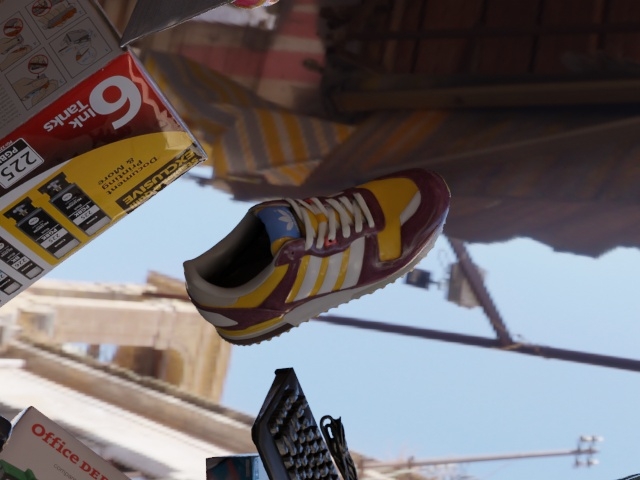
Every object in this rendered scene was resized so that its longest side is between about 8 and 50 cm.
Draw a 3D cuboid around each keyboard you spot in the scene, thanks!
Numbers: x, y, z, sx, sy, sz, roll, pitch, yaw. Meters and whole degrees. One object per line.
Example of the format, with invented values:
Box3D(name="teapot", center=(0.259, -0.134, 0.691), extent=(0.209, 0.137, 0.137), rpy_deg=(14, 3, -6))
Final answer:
Box3D(name="keyboard", center=(0.021, 0.264, 1.106), extent=(0.033, 0.201, 0.317), rpy_deg=(-16, -73, 16))

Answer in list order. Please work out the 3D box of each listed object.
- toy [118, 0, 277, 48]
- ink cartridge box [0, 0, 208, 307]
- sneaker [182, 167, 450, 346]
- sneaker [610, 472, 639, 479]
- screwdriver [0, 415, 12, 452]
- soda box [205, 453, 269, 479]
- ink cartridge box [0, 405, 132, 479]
Box3D(name="toy", center=(-0.032, -0.166, 0.609), extent=(0.137, 0.056, 0.237), rpy_deg=(-68, -159, -8))
Box3D(name="ink cartridge box", center=(-0.276, -0.056, 1.066), extent=(0.309, 0.272, 0.130), rpy_deg=(-36, -116, -1))
Box3D(name="sneaker", center=(0.000, 0.000, 0.758), extent=(0.185, 0.084, 0.069), rpy_deg=(-32, -125, -2))
Box3D(name="sneaker", center=(0.254, 0.185, 0.716), extent=(0.366, 0.150, 0.135), rpy_deg=(-17, -95, 44))
Box3D(name="screwdriver", center=(-0.221, 0.057, 0.539), extent=(0.025, 0.170, 0.024), rpy_deg=(-48, -157, 23))
Box3D(name="soda box", center=(-0.081, 0.318, 1.222), extent=(0.058, 0.063, 0.183), rpy_deg=(-7, -100, 23))
Box3D(name="ink cartridge box", center=(-0.304, 0.302, 1.177), extent=(0.092, 0.160, 0.219), rpy_deg=(-40, -165, 46))
